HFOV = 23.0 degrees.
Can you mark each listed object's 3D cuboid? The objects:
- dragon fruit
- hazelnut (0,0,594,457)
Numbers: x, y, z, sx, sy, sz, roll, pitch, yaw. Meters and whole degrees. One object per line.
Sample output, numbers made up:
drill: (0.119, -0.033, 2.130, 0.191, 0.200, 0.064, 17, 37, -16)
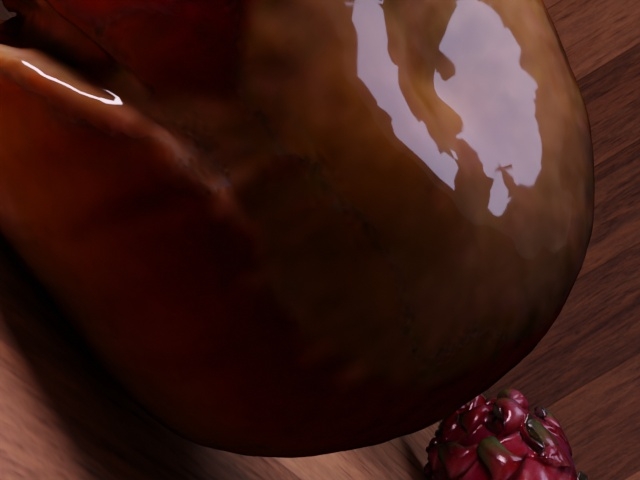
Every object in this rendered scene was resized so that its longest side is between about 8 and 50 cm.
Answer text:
dragon fruit: (0.219, 0.295, 1.867, 0.198, 0.218, 0.273, 14, 15, 0)
hazelnut: (-0.039, -0.062, 0.936, 0.409, 0.359, 0.359, 53, 7, -11)
